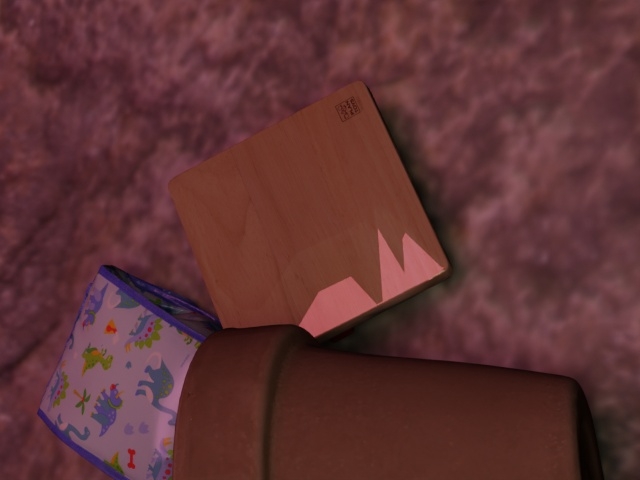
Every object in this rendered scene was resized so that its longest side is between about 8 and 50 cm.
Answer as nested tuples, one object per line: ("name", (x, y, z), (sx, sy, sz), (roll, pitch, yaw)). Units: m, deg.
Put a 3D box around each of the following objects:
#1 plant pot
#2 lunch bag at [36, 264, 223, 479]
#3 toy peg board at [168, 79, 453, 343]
("plant pot", (0.057, 0.170, 1.133), (0.229, 0.263, 0.263), (-9, 74, 13))
("lunch bag", (-0.127, 0.105, 1.336), (0.151, 0.096, 0.129), (27, 96, 25))
("toy peg board", (0.000, 0.000, 1.298), (0.160, 0.079, 0.161), (-28, 65, 9))
